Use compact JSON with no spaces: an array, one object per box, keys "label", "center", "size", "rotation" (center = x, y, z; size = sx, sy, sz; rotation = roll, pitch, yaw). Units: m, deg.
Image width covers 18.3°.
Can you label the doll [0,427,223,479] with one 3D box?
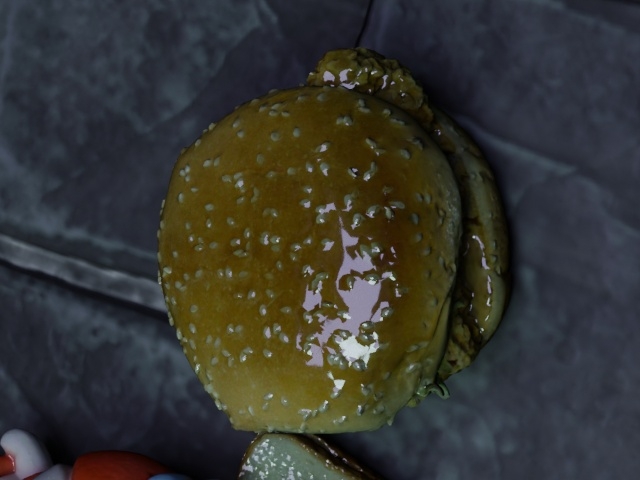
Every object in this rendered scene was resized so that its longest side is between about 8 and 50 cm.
[{"label":"doll","center":[-0.127,0.199,1.156],"size":[0.290,0.130,0.161],"rotation":[15,82,39]}]

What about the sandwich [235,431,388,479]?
[{"label":"sandwich","center":[-0.008,0.159,1.154],"size":[0.105,0.036,0.093],"rotation":[36,104,22]}]

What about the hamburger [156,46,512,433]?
[{"label":"hamburger","center":[0.000,0.000,1.109],"size":[0.189,0.122,0.215],"rotation":[-6,84,25]}]
